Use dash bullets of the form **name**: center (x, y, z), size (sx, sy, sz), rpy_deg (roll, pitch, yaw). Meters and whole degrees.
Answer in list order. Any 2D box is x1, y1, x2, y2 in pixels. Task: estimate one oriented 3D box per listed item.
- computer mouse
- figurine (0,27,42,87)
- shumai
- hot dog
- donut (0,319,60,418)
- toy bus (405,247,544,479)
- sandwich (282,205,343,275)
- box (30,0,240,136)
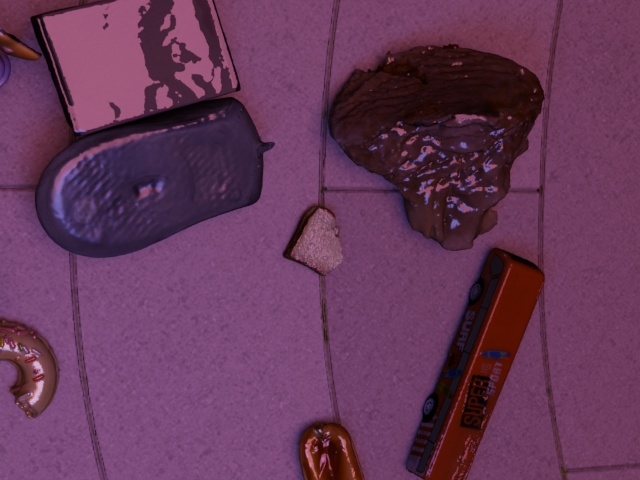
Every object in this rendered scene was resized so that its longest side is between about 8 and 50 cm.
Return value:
- **computer mouse**: center (-0.248, -0.101, 1.825), size (0.371, 0.122, 0.188), rpy_deg (-18, 114, -16)
- **figurine**: center (-0.535, -0.197, 1.708), size (0.257, 0.181, 0.208), rpy_deg (-61, 148, -3)
- **shumai**: center (0.196, -0.151, 1.977), size (0.346, 0.217, 0.283), rpy_deg (-16, 133, -3)
- **hot dog**: center (0.027, 0.416, 1.993), size (0.100, 0.068, 0.249), rpy_deg (-14, 97, -4)
- **donut**: center (-0.453, 0.183, 1.814), size (0.166, 0.065, 0.108), rpy_deg (44, 80, -17)
- **toy bus**: center (0.260, 0.215, 2.039), size (0.093, 0.092, 0.408), rpy_deg (21, 89, -21)
- **sandwich**: center (0.000, 0.000, 1.963), size (0.093, 0.036, 0.104), rpy_deg (24, 86, -18)
- **box**: center (-0.277, -0.273, 1.787), size (0.252, 0.153, 0.188), rpy_deg (-20, 103, -16)
